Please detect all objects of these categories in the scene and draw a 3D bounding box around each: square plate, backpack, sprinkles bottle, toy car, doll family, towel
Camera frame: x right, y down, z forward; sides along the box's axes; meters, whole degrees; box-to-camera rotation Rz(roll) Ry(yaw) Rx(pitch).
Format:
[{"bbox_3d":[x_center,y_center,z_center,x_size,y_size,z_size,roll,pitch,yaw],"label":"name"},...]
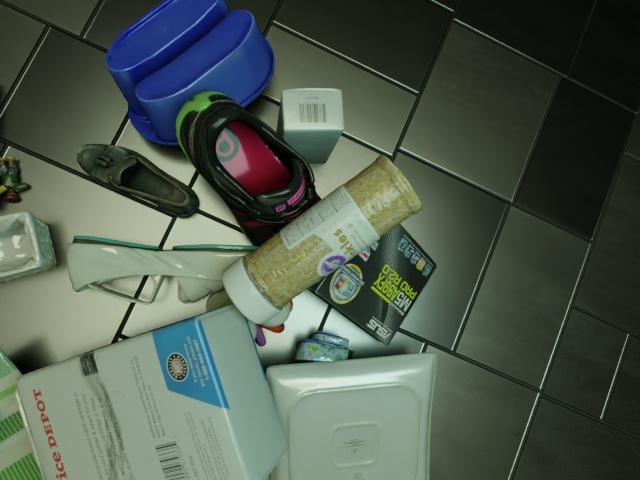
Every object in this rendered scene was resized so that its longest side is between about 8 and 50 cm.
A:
[{"bbox_3d":[0.069,0.402,0.973,0.348,0.049,0.343,-3,105,-8],"label":"square plate"},{"bbox_3d":[0.003,0.241,1.008,0.115,0.105,0.084,15,60,-9],"label":"backpack"},{"bbox_3d":[0.000,0.000,0.836,0.356,0.121,0.121,-36,91,6],"label":"sprinkles bottle"},{"bbox_3d":[-0.139,0.158,0.987,0.182,0.159,0.136,-34,127,-10],"label":"toy car"},{"bbox_3d":[-0.699,-0.106,0.953,0.193,0.076,0.111,-7,90,-4],"label":"doll family"},{"bbox_3d":[-0.612,0.391,0.893,0.248,0.038,0.324,-31,106,-9],"label":"towel"}]

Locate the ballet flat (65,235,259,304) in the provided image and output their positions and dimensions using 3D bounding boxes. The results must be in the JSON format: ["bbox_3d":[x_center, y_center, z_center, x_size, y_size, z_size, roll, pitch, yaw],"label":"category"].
[{"bbox_3d":[-0.306,0.066,0.960,0.401,0.139,0.139,3,84,0],"label":"ballet flat"}]

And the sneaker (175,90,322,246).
[{"bbox_3d":[-0.085,-0.070,0.927,0.185,0.202,0.483,-48,120,-5],"label":"sneaker"}]

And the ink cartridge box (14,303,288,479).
[{"bbox_3d":[-0.298,0.308,0.850,0.395,0.166,0.285,-19,87,17],"label":"ink cartridge box"}]

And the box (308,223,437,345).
[{"bbox_3d":[0.110,0.068,0.989,0.270,0.060,0.216,42,77,-39],"label":"box"}]

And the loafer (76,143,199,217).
[{"bbox_3d":[-0.380,-0.135,0.993,0.268,0.084,0.096,25,82,-5],"label":"loafer"}]

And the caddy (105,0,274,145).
[{"bbox_3d":[-0.259,-0.351,0.989,0.341,0.179,0.241,-42,68,-10],"label":"caddy"}]

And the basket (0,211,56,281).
[{"bbox_3d":[-0.623,0.021,0.934,0.168,0.103,0.113,-14,87,-10],"label":"basket"}]

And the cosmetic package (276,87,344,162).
[{"bbox_3d":[-0.028,-0.226,0.979,0.118,0.231,0.085,-2,85,-9],"label":"cosmetic package"}]
